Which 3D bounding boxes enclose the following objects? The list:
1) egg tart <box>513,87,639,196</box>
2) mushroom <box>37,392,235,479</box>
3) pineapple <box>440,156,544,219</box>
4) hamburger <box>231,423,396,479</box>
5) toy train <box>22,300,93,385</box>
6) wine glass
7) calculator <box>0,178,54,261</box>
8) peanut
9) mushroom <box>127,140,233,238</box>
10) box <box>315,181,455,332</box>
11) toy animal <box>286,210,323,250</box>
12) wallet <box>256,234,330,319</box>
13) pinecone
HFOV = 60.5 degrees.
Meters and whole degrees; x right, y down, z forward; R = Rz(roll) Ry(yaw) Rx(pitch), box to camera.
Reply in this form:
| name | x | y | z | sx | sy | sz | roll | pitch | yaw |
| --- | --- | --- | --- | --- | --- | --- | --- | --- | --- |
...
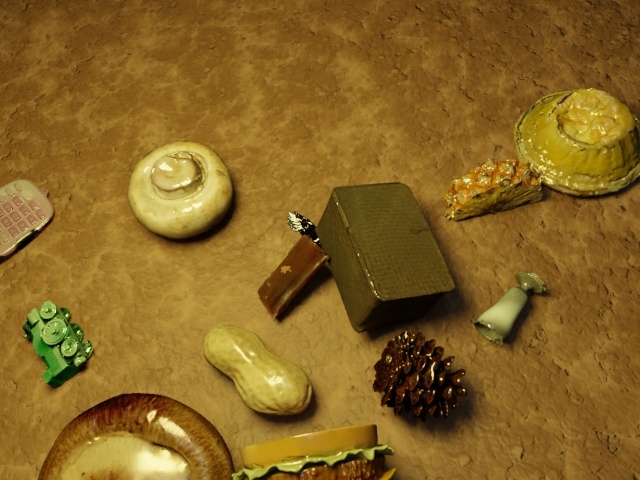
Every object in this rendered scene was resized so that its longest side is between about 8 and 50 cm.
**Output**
| name | x | y | z | sx | sy | sz | roll | pitch | yaw |
| --- | --- | --- | --- | --- | --- | --- | --- | --- | --- |
| egg tart | 0.607 | -0.245 | 1.262 | 0.314 | 0.120 | 0.315 | -3 | 62 | 5 |
| mushroom | -0.324 | 0.433 | 0.958 | 0.344 | 0.239 | 0.345 | 7 | 61 | -13 |
| pineapple | 0.386 | -0.123 | 1.212 | 0.233 | 0.135 | 0.080 | -12 | 61 | 1 |
| hamburger | -0.003 | 0.426 | 0.892 | 0.274 | 0.274 | 0.212 | -10 | 69 | 0 |
| toy train | -0.566 | 0.213 | 1.173 | 0.104 | 0.071 | 0.178 | -41 | 67 | -3 |
| wine glass | 0.385 | 0.135 | 1.114 | 0.072 | 0.072 | 0.155 | 38 | 71 | 22 |
| calculator | -0.792 | -0.033 | 1.340 | 0.294 | 0.043 | 0.194 | -40 | 65 | -18 |
| peanut | -0.132 | 0.256 | 1.080 | 0.256 | 0.124 | 0.124 | 30 | 69 | 21 |
| mushroom | -0.326 | -0.122 | 1.260 | 0.254 | 0.184 | 0.255 | -1 | 77 | 4 |
| box | 0.125 | 0.029 | 1.128 | 0.184 | 0.143 | 0.273 | -8 | 59 | -23 |
| toy animal | 0.000 | 0.000 | 1.238 | 0.220 | 0.062 | 0.108 | 28 | 48 | 19 |
| wallet | -0.060 | 0.076 | 1.172 | 0.176 | 0.026 | 0.095 | -52 | 50 | 9 |
| pinecone | 0.193 | 0.262 | 1.027 | 0.165 | 0.163 | 0.163 | 25 | 66 | -5 |
